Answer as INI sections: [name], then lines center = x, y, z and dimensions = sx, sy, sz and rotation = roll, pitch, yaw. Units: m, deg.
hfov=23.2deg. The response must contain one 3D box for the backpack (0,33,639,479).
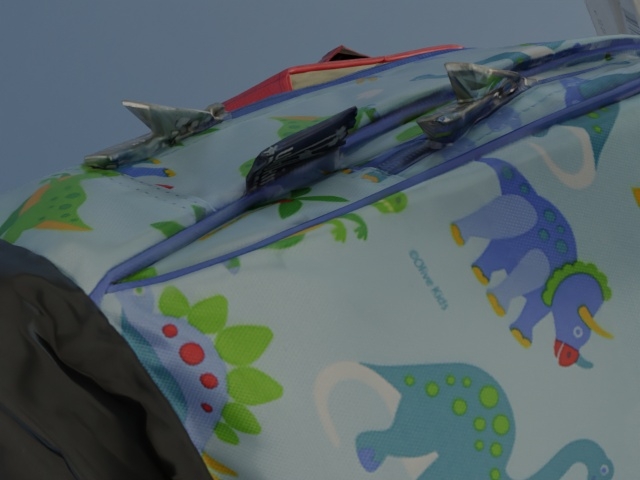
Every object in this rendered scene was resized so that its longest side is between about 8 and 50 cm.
[backpack]
center = 0.044, 0.068, 0.522
dimensions = 0.355, 0.273, 0.290
rotation = -29, -82, -52

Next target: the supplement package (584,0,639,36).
[supplement package]
center = 0.287, -0.147, 0.769
dimensions = 0.293, 0.175, 0.177
rotation = -23, -79, 5

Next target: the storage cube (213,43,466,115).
[storage cube]
center = 0.000, 0.000, 0.994
dimensions = 0.184, 0.193, 0.215
rotation = -15, -95, -49
